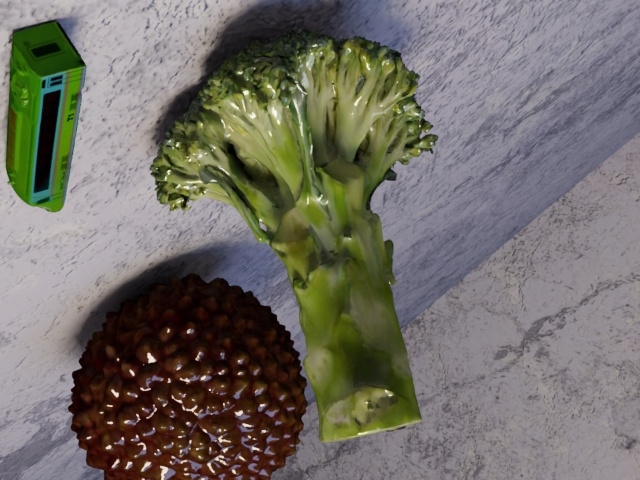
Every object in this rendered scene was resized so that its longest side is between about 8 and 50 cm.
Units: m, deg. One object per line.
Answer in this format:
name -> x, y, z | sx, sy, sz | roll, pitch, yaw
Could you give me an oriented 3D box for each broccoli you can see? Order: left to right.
broccoli -> -0.017, -0.005, 0.777 | 0.252, 0.361, 0.221 | 21, 142, -24

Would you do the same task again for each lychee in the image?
lychee -> -0.166, 0.199, 1.161 | 0.306, 0.306, 0.330 | -41, 159, 23

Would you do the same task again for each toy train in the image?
toy train -> -0.219, -0.078, 0.694 | 0.042, 0.044, 0.209 | -24, 161, -31
